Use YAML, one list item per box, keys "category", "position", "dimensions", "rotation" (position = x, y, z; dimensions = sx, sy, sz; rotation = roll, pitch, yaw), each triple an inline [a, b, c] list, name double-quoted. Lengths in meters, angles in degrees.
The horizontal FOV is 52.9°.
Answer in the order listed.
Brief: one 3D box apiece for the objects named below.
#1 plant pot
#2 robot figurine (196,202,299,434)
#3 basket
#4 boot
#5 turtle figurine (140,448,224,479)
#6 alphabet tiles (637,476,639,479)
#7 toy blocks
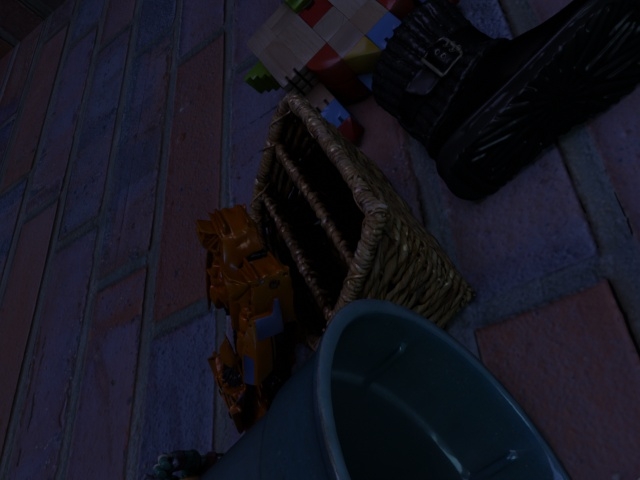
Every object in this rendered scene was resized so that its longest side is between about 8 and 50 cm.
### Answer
- category: "plant pot"
  position: [0.012, 0.282, 0.542]
  dimensions: [0.334, 0.341, 0.341]
  rotation: [-42, 43, 23]
- category: "robot figurine"
  position: [-0.088, 0.114, 0.783]
  dimensions: [0.085, 0.291, 0.211]
  rotation: [-13, 37, -21]
- category: "basket"
  position: [0.000, 0.000, 0.797]
  dimensions: [0.213, 0.223, 0.299]
  rotation: [-42, 44, 12]
- category: "boot"
  position: [0.233, -0.243, 0.816]
  dimensions: [0.348, 0.131, 0.260]
  rotation: [-39, 44, 16]
- category: "turtle figurine"
  position: [-0.136, 0.309, 0.778]
  dimensions: [0.234, 0.175, 0.118]
  rotation: [-17, 21, 21]
- category: "alphabet tiles"
  position: [0.366, 0.267, 0.445]
  dimensions: [0.278, 0.021, 0.284]
  rotation: [-7, 59, 39]
- category: "toy blocks"
  position: [0.061, -0.328, 1.018]
  dimensions: [0.381, 0.190, 0.261]
  rotation: [-44, 55, 11]
